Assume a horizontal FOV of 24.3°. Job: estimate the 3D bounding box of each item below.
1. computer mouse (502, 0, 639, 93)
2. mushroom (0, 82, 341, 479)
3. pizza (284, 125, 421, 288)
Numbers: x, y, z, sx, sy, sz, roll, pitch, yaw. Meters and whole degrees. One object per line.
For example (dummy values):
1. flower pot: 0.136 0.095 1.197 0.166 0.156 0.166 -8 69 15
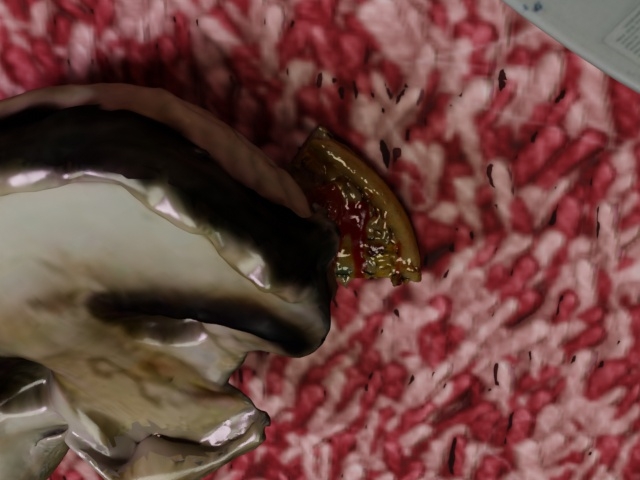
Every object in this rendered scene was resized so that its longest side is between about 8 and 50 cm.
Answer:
1. computer mouse: 0.122 -0.168 0.618 0.288 0.097 0.159 29 125 -23
2. mushroom: -0.141 0.039 0.803 0.247 0.130 0.344 36 127 -17
3. pizza: 0.015 -0.002 0.800 0.099 0.029 0.100 29 127 -10
